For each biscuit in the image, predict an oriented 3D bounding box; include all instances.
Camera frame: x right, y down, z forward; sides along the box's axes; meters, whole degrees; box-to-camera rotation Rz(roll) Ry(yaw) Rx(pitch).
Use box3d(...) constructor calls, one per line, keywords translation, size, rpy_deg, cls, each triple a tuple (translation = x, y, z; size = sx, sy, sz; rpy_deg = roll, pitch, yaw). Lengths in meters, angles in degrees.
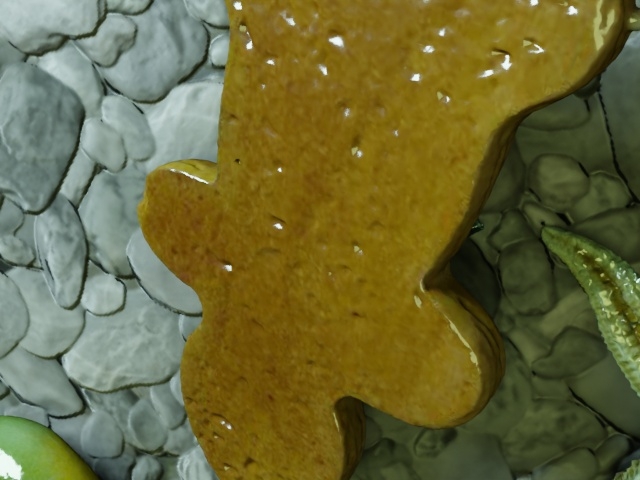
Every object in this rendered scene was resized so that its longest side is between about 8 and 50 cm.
box3d(translation=(0.001, 0.000, 0.482), size=(0.283, 0.064, 0.432), rpy_deg=(28, 120, 26), cls="biscuit")

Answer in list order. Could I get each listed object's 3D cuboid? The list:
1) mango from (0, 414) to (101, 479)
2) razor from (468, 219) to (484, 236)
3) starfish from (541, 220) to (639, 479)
box3d(translation=(-0.219, 0.260, 0.601), size=(0.156, 0.114, 0.251), rpy_deg=(-16, 85, 28), cls="mango")
box3d(translation=(0.035, -0.074, 0.492), size=(0.066, 0.033, 0.190), rpy_deg=(-28, 93, 19), cls="razor")
box3d(translation=(0.237, 0.127, 0.434), size=(0.358, 0.078, 0.347), rpy_deg=(-43, 66, 47), cls="starfish")
